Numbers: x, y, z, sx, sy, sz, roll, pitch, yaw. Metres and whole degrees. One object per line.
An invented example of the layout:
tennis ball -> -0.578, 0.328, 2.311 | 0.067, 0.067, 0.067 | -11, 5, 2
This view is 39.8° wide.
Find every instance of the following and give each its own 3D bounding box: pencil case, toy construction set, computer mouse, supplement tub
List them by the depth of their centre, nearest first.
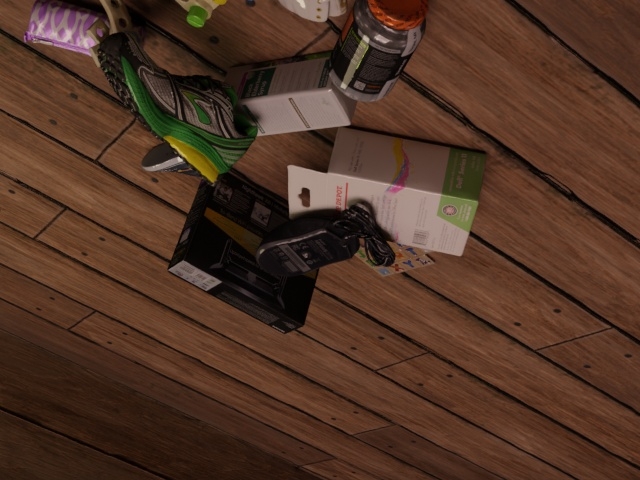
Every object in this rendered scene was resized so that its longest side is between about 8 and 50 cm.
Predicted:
supplement tub -> 0.091, -0.313, 1.374 | 0.117, 0.117, 0.190 | 20, 149, -8
toy construction set -> -0.267, -0.394, 1.390 | 0.328, 0.151, 0.215 | -23, 139, 37
pencil case -> -0.412, -0.361, 1.550 | 0.206, 0.088, 0.086 | 14, 148, 0
computer mouse -> 0.000, 0.000, 1.745 | 0.272, 0.072, 0.188 | -13, 140, 22

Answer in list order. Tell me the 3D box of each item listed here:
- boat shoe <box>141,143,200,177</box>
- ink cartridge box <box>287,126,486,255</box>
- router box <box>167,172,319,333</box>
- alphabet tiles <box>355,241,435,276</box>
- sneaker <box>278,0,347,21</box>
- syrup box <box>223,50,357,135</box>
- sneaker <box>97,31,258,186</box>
boat shoe -> -0.285, -0.159, 1.837 | 0.183, 0.065, 0.083 | -9, 140, 33
ink cartridge box -> 0.121, -0.099, 1.699 | 0.354, 0.119, 0.207 | 12, 150, 5
router box -> -0.147, 0.024, 1.899 | 0.309, 0.243, 0.081 | 32, 145, -24
alphabet tiles -> 0.164, 0.008, 1.958 | 0.237, 0.009, 0.198 | -17, 136, 43
sneaker -> 0.032, -0.396, 1.267 | 0.293, 0.108, 0.169 | 17, 156, 34
syrup box -> -0.058, -0.255, 1.555 | 0.237, 0.093, 0.096 | -2, 145, 27
sneaker -> -0.231, -0.235, 1.449 | 0.134, 0.146, 0.343 | 47, -178, 37
